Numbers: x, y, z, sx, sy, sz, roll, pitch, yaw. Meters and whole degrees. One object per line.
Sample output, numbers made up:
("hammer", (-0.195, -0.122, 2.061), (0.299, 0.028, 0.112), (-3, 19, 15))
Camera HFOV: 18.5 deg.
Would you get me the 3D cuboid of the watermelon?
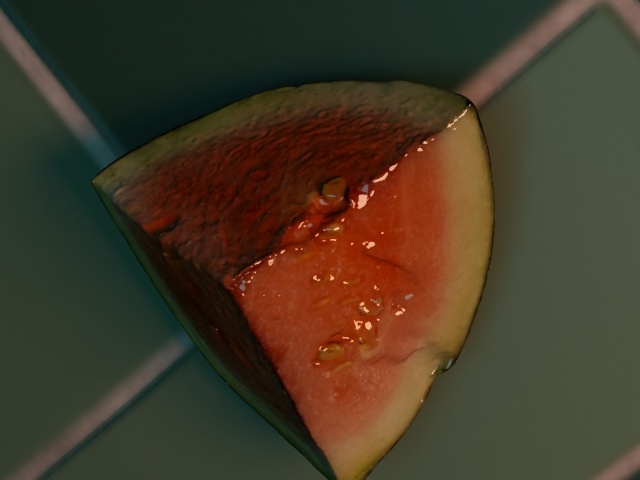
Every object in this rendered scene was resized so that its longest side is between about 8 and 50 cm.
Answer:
("watermelon", (0.005, -0.002, 0.904), (0.145, 0.137, 0.193), (-40, 85, -12))
